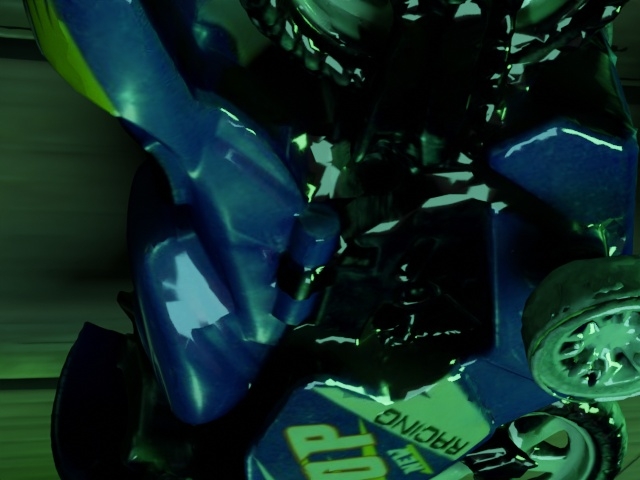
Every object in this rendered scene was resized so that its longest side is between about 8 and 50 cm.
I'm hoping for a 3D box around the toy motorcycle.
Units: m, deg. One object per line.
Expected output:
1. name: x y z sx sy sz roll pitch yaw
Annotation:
1. toy motorcycle: 0.000 0.000 0.442 0.169 0.113 0.315 -8 141 1
